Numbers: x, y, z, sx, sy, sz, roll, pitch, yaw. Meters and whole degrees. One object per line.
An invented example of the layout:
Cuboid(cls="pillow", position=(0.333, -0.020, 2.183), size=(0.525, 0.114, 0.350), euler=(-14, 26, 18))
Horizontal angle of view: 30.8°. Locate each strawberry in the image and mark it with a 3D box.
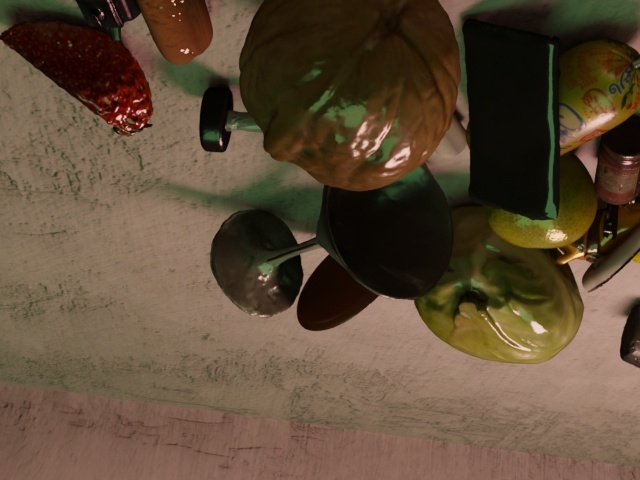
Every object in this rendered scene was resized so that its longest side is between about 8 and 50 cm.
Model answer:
Cuboid(cls="strawberry", position=(-0.328, -0.249, 1.679), size=(0.175, 0.107, 0.236), euler=(36, 177, 39))

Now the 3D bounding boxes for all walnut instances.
Cuboid(cls="walnut", position=(0.033, -0.203, 1.479), size=(0.277, 0.252, 0.313), euler=(14, 157, -17))

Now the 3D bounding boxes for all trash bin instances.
Cuboid(cls="trash bin", position=(0.705, 0.211, 2.386), size=(0.161, 0.175, 0.175), euler=(16, 157, 5))

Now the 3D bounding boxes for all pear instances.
Cuboid(cls="pear", position=(0.336, -0.073, 1.798), size=(0.180, 0.166, 0.216), euler=(17, 174, 21))

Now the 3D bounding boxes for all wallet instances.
Cuboid(cls="wallet", position=(0.260, -0.159, 1.574), size=(0.146, 0.030, 0.285), euler=(19, 132, 34))

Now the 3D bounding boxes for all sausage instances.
Cuboid(cls="sausage", position=(0.320, -0.179, 1.620), size=(0.123, 0.123, 0.347), euler=(19, 153, -26))
Cuboid(cls="sausage", position=(-0.196, -0.323, 1.475), size=(0.086, 0.086, 0.289), euler=(3, 156, 9))

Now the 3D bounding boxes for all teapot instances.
Cuboid(cls="teapot", position=(-0.280, -0.320, 1.491), size=(0.087, 0.096, 0.177), euler=(4, 156, 8))

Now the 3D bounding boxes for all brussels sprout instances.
Cuboid(cls="brussels sprout", position=(0.312, 0.087, 2.081), size=(0.328, 0.247, 0.328), euler=(18, 147, 12))

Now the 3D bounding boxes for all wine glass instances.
Cuboid(cls="wine glass", position=(0.000, 0.000, 1.993), size=(0.267, 0.267, 0.406), euler=(22, 158, -31))

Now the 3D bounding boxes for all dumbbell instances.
Cuboid(cls="dumbbell", position=(-0.082, -0.178, 1.762), size=(0.191, 0.100, 0.100), euler=(4, 156, 5))

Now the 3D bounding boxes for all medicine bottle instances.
Cuboid(cls="medicine bottle", position=(0.151, -0.198, 1.701), size=(0.059, 0.059, 0.231), euler=(-5, 154, 26))

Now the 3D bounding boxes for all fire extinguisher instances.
Cuboid(cls="fire extinguisher", position=(0.456, -0.090, 1.808), size=(0.075, 0.106, 0.252), euler=(29, 161, 19))

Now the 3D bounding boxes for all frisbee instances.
Cuboid(cls="frisbee", position=(0.052, 0.066, 2.122), size=(0.250, 0.251, 0.021), euler=(-17, 126, 44))

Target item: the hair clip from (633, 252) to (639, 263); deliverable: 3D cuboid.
Cuboid(cls="hair clip", position=(0.606, 0.007, 2.068), size=(0.072, 0.046, 0.173), euler=(15, 157, -10))

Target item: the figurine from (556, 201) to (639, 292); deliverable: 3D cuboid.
Cuboid(cls="figurine", position=(0.486, -0.035, 1.970), size=(0.141, 0.166, 0.250), euler=(44, 124, 5))
